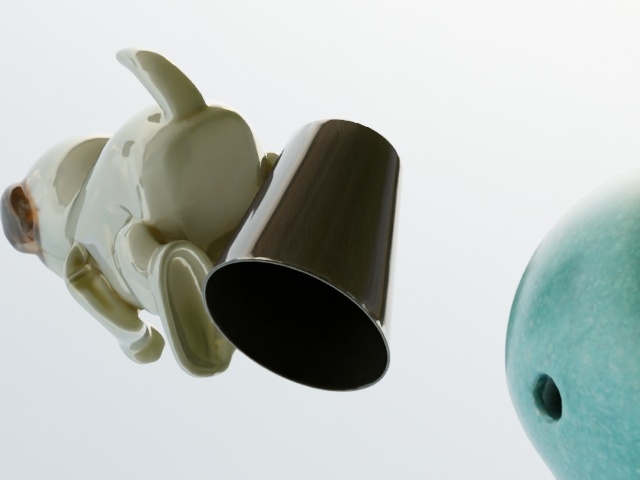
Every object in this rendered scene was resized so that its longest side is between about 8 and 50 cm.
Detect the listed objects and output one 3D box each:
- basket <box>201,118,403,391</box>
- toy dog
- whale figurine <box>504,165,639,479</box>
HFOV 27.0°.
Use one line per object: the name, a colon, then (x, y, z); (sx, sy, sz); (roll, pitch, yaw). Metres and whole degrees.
basket: (0.000, 0.000, 1.314); (0.204, 0.154, 0.227); (41, -137, -27)
toy dog: (-0.232, -0.029, 1.652); (0.284, 0.408, 0.395); (-45, -63, -28)
whale figurine: (0.154, 0.101, 0.531); (0.141, 0.216, 0.272); (-6, -91, -24)
